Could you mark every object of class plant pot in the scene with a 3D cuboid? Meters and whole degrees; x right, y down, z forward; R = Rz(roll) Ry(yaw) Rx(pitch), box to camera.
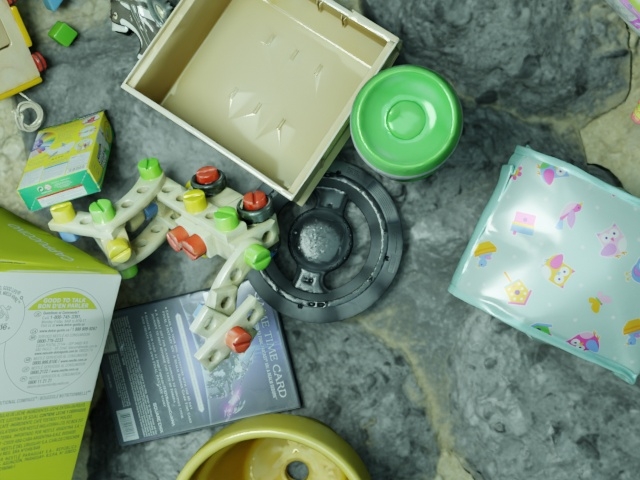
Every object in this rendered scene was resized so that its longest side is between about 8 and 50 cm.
[{"bbox_3d":[-0.047,0.335,1.080,0.254,0.239,0.254,0,94,6],"label":"plant pot"}]

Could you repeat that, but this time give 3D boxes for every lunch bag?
[{"bbox_3d":[0.318,0.025,1.067,0.262,0.160,0.223,26,96,-1],"label":"lunch bag"}]

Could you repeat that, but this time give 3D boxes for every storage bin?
[{"bbox_3d":[-0.066,-0.222,1.092,0.262,0.123,0.260,34,88,7],"label":"storage bin"}]

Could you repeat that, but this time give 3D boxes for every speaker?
[{"bbox_3d":[0.105,-0.135,1.009,0.131,0.296,0.131,0,93,6],"label":"speaker"}]

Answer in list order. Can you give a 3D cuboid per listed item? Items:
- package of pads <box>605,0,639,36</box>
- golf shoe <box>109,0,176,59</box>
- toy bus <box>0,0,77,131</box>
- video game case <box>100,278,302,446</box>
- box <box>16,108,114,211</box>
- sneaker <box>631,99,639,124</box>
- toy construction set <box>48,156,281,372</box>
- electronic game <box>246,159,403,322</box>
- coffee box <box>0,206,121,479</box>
[{"bbox_3d":[0.415,-0.412,1.036,0.296,0.101,0.229,43,97,-11],"label":"package of pads"},{"bbox_3d":[-0.268,-0.339,1.151,0.094,0.077,0.198,-35,88,7],"label":"golf shoe"},{"bbox_3d":[-0.464,-0.281,1.160,0.104,0.191,0.202,28,97,48],"label":"toy bus"},{"bbox_3d":[-0.181,0.173,1.194,0.274,0.026,0.196,-14,91,6],"label":"video game case"},{"bbox_3d":[-0.345,-0.117,1.141,0.105,0.179,0.043,-15,129,7],"label":"box"},{"bbox_3d":[0.438,-0.177,1.043,0.094,0.081,0.208,-11,133,20],"label":"sneaker"},{"bbox_3d":[-0.178,0.008,1.074,0.215,0.151,0.328,-34,58,-29],"label":"toy construction set"},{"bbox_3d":[0.000,0.000,1.153,0.229,0.048,0.229,0,85,4],"label":"electronic game"},{"bbox_3d":[-0.501,0.133,0.997,0.338,0.338,0.334,22,101,37],"label":"coffee box"}]
